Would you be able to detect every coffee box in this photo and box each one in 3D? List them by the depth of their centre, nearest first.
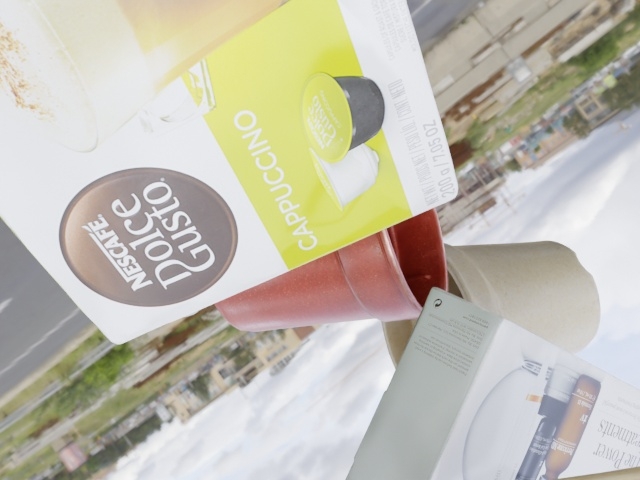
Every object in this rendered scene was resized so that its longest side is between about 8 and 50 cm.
[{"bbox_3d":[-0.122,-0.180,0.585,0.334,0.337,0.338,-23,-143,3],"label":"coffee box"}]

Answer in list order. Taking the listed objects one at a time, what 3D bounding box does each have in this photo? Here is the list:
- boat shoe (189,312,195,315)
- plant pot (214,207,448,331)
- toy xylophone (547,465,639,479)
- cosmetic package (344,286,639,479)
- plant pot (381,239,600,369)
[{"bbox_3d":[-0.328,0.044,1.154,0.091,0.302,0.114,28,-98,48],"label":"boat shoe"},{"bbox_3d":[0.000,0.000,0.871,0.265,0.272,0.272,-15,-173,23],"label":"plant pot"},{"bbox_3d":[0.190,0.253,0.376,0.081,0.236,0.322,-8,157,-45],"label":"toy xylophone"},{"bbox_3d":[0.199,0.245,0.685,0.097,0.377,0.284,26,-90,52],"label":"cosmetic package"},{"bbox_3d":[0.319,0.132,1.199,0.305,0.334,0.334,-11,168,-21],"label":"plant pot"}]
